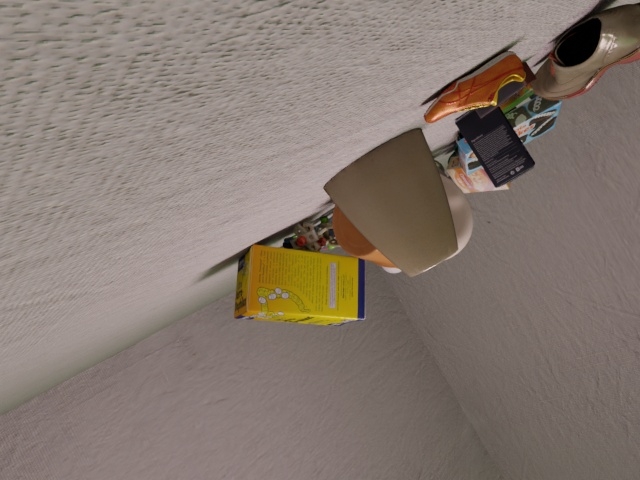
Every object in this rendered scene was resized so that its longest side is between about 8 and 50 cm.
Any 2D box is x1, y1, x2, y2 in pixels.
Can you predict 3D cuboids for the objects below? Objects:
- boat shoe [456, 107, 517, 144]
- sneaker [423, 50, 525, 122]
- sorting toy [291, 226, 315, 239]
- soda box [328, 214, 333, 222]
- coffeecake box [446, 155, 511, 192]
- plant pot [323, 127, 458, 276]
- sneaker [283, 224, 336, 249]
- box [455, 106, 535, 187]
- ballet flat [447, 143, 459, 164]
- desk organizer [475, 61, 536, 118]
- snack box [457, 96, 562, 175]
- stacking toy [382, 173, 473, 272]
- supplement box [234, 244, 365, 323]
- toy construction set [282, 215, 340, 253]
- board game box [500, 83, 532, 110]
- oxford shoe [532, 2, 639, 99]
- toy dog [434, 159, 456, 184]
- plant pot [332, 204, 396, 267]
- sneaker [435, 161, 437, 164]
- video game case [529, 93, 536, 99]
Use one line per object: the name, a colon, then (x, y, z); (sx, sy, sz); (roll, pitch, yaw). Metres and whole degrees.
boat shoe: (0.563, -0.385, 1.679); (0.233, 0.084, 0.079); (-23, 138, -7)
sneaker: (0.253, -0.241, 0.822); (0.175, 0.067, 0.064); (-30, 179, 20)
sorting toy: (-0.059, -0.017, 1.868); (0.102, 0.042, 0.061); (-30, 177, -9)
soda box: (0.055, -0.058, 1.822); (0.183, 0.058, 0.063); (-43, 173, 17)
coffeecake box: (0.578, -0.246, 1.804); (0.186, 0.142, 0.068); (-2, -126, 46)
plant pot: (0.185, -0.066, 1.121); (0.257, 0.274, 0.256); (-30, 177, -2)
sneaker: (-0.041, 0.014, 2.003); (0.262, 0.104, 0.125); (-31, 175, 18)
box: (0.460, -0.255, 1.302); (0.108, 0.207, 0.153); (-32, 178, 26)
ballet flat: (0.622, -0.322, 2.028); (0.164, 0.182, 0.483); (-43, 175, 10)
desk organizer: (0.387, -0.319, 1.057); (0.050, 0.047, 0.130); (-32, 179, -30)
snack box: (0.602, -0.341, 1.603); (0.322, 0.060, 0.187); (-29, 159, 9)
stacking toy: (0.320, -0.011, 1.840); (0.351, 0.350, 0.480); (-30, 163, -18)
supplement box: (-0.064, 0.146, 1.511); (0.357, 0.195, 0.194); (7, 163, -19)
toy construction set: (0.000, 0.000, 1.661); (0.215, 0.151, 0.328); (-2, -174, 34)
board game box: (0.554, -0.403, 1.424); (0.124, 0.039, 0.259); (-29, 175, -19)
oxford shoe: (0.506, -0.373, 0.996); (0.130, 0.122, 0.348); (-4, 175, -6)
toy dog: (0.408, -0.224, 1.928); (0.334, 0.220, 0.161); (-37, 147, -13)
plant pot: (0.171, -0.057, 1.438); (0.204, 0.290, 0.291); (-4, 158, -46)
sneaker: (0.314, -0.248, 1.601); (0.053, 0.059, 0.144); (-61, -158, -13)
video game case: (0.783, -0.537, 1.414); (0.300, 0.036, 0.329); (-30, 178, 1)
